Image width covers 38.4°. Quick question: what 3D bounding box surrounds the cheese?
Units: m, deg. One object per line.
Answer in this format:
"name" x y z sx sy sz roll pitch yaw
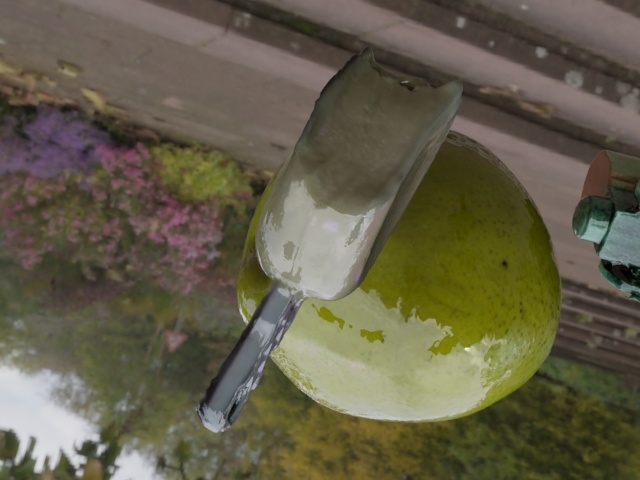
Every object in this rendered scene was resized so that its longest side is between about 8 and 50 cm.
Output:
"cheese" 0.001 -0.003 0.369 0.047 0.171 0.092 29 154 10

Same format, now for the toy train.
"toy train" 0.378 -0.009 0.878 0.285 0.116 0.177 13 -151 1

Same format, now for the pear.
"pear" 0.079 0.033 0.827 0.294 0.294 0.294 16 -179 0
